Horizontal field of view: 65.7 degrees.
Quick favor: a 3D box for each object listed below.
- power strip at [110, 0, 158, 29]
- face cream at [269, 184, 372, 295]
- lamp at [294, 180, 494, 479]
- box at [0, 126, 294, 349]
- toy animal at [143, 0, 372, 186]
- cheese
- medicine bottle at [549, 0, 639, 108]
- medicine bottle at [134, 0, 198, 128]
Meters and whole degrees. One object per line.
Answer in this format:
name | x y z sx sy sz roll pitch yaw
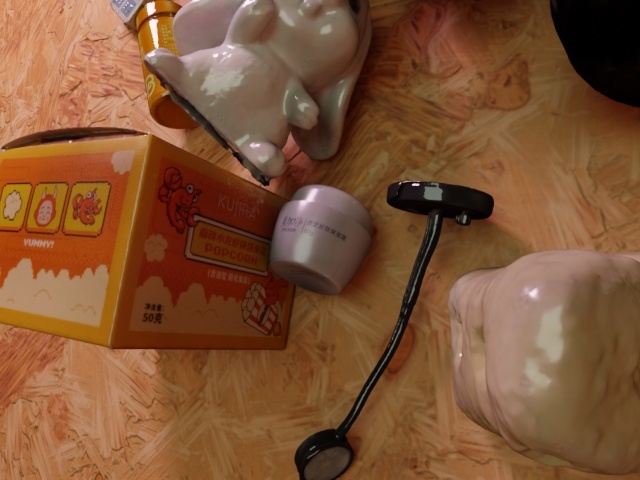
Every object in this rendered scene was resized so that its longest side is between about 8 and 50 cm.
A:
power strip | -0.322 -0.489 0.937 0.192 0.035 0.081 -47 61 12
face cream | 0.000 0.000 0.590 0.117 0.117 0.104 11 66 31
lamp | 0.066 0.098 0.571 0.108 0.130 0.372 42 115 54
box | -0.206 0.013 0.608 0.259 0.283 0.214 2 81 29
toy animal | -0.052 -0.214 0.636 0.289 0.174 0.249 -26 98 -4
cheese | 0.233 0.089 0.394 0.247 0.251 0.174 -4 77 12
medicine bottle | 0.348 -0.333 0.423 0.242 0.242 0.395 7 69 30
medicine bottle | -0.241 -0.285 0.808 0.096 0.096 0.192 -25 68 22
